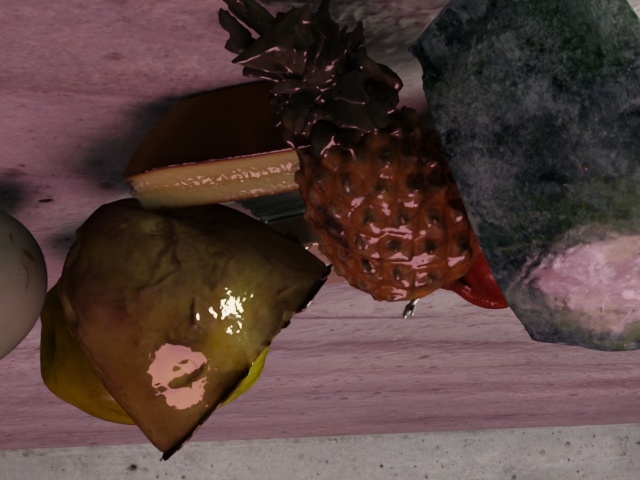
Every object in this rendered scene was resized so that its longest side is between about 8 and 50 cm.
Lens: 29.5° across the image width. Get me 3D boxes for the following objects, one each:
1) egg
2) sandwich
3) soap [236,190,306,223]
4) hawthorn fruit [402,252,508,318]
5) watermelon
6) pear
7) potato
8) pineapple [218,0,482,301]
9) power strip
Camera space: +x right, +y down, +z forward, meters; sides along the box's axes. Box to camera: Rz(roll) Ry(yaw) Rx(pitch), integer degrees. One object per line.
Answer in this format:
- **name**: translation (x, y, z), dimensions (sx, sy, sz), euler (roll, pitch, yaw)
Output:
- **egg**: translation (-0.439, 0.061, 1.410), dimensions (0.282, 0.203, 0.203), euler (-21, 157, 28)
- **sandwich**: translation (-0.075, -0.099, 1.230), dimensions (0.258, 0.096, 0.094), euler (-9, 156, 10)
- **soap**: translation (0.008, -0.078, 1.364), dimensions (0.198, 0.063, 0.114), euler (-11, 163, 15)
- **hawthorn fruit**: translation (0.179, -0.018, 1.296), dimensions (0.299, 0.211, 0.211), euler (-44, 173, -20)
- **watermelon**: translation (0.242, -0.077, 1.082), dimensions (0.228, 0.387, 0.258), euler (-28, -170, 20)
- **pear**: translation (-0.210, 0.121, 1.590), dimensions (0.307, 0.253, 0.253), euler (4, 159, -22)
- **potato**: translation (-0.163, 0.054, 1.355), dimensions (0.301, 0.237, 0.289), euler (-49, -177, -9)
- **pineapple**: translation (0.022, -0.102, 1.073), dimensions (0.169, 0.169, 0.340), euler (-16, 123, 27)
- **power strip**: translation (0.000, 0.000, 1.559), dimensions (0.154, 0.078, 0.154), euler (-5, 156, -2)
